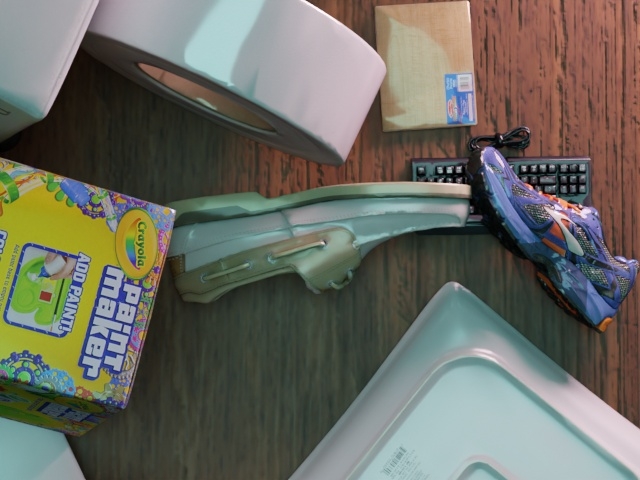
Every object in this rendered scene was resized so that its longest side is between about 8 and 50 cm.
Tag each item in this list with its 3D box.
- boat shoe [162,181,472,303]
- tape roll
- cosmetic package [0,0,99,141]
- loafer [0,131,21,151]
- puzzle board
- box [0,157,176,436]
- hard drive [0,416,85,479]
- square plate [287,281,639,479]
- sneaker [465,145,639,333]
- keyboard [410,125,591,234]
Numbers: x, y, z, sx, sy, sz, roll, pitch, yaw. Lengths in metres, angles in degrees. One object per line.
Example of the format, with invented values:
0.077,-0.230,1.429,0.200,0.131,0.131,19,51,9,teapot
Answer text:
0.000,0.000,1.401,0.302,0.113,0.103,-6,87,10,boat shoe
-0.084,-0.171,1.321,0.286,0.286,0.100,25,85,1,tape roll
-0.374,-0.310,1.207,0.393,0.329,0.327,25,79,-19,cosmetic package
-0.405,-0.131,1.421,0.223,0.076,0.078,2,81,-5,loafer
0.106,-0.176,1.458,0.096,0.011,0.128,-4,87,-2,puzzle board
-0.302,0.044,1.260,0.279,0.290,0.177,16,74,-12,box
-0.377,0.153,1.388,0.203,0.040,0.307,-25,87,-20,hard drive
0.155,0.276,1.408,0.344,0.049,0.347,39,87,2,square plate
0.225,-0.013,1.408,0.087,0.083,0.221,-44,105,-5,sneaker
0.181,-0.061,1.445,0.180,0.023,0.108,-1,86,-1,keyboard
